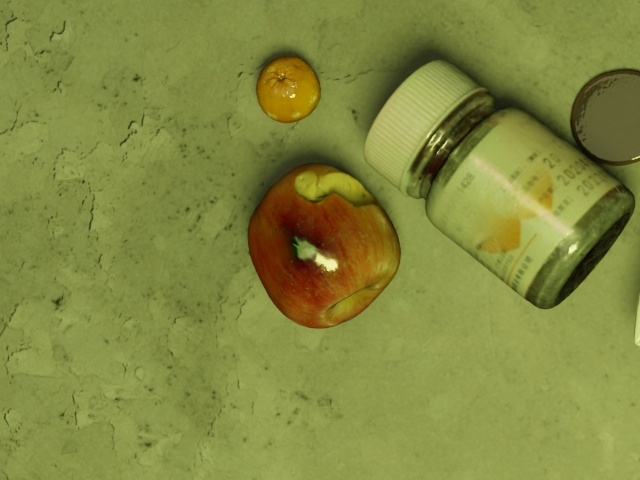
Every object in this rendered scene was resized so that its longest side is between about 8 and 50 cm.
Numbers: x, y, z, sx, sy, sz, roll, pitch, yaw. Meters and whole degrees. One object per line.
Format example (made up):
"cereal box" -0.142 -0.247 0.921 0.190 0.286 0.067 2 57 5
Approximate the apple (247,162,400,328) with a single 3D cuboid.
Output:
"apple" 0.000 0.000 1.454 0.199 0.199 0.199 -1 88 20

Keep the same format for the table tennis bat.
"table tennis bat" 0.346 -0.145 1.356 0.170 0.119 0.107 -13 84 21

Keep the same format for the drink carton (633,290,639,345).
"drink carton" 0.447 0.080 1.303 0.222 0.134 0.102 8 93 21

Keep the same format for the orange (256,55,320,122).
"orange" -0.040 -0.184 1.526 0.083 0.070 0.083 -2 83 19

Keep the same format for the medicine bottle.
"medicine bottle" 0.194 -0.064 1.385 0.273 0.165 0.165 39 101 17
